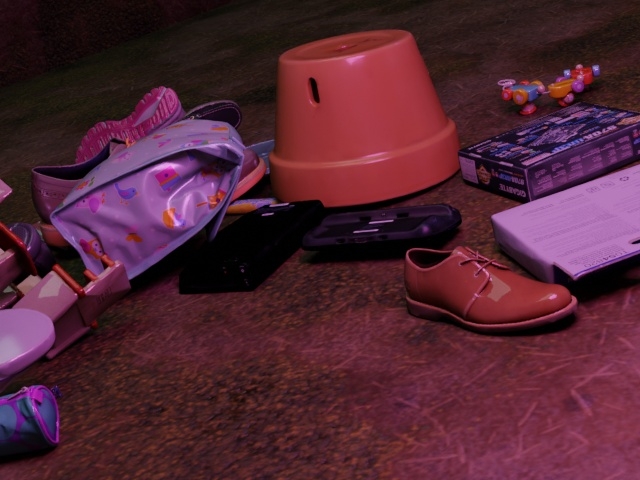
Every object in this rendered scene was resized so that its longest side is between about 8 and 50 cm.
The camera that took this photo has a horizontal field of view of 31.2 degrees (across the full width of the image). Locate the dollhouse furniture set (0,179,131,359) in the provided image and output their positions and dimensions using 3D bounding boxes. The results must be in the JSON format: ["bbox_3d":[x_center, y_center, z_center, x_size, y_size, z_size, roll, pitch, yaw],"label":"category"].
[{"bbox_3d":[-0.377,0.015,1.429,0.259,0.262,0.135,38,67,20],"label":"dollhouse furniture set"}]

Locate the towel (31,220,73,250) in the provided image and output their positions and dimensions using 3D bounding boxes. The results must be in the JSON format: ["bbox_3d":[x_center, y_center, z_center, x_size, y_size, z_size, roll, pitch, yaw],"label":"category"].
[{"bbox_3d":[-0.372,-0.034,1.888,0.197,0.029,0.144,-28,26,-32],"label":"towel"}]

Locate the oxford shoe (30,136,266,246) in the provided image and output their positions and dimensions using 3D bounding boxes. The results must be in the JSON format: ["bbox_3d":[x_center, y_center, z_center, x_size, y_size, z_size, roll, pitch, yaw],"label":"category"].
[{"bbox_3d":[-0.265,-0.096,1.763,0.364,0.133,0.130,-15,24,-6],"label":"oxford shoe"}]

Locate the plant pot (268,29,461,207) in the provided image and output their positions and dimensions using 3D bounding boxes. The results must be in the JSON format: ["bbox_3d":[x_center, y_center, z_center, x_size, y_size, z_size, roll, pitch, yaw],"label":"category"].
[{"bbox_3d":[0.051,-0.190,1.691,0.291,0.203,0.291,-11,18,4],"label":"plant pot"}]

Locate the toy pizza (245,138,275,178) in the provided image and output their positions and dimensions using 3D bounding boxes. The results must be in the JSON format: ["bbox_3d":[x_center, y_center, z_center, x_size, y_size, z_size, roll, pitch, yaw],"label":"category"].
[{"bbox_3d":[-0.090,-0.129,1.921,0.201,0.032,0.201,-14,18,5],"label":"toy pizza"}]

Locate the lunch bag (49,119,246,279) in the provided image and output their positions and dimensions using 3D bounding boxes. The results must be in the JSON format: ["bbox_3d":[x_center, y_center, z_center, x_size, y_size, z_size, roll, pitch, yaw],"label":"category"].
[{"bbox_3d":[-0.214,-0.066,1.576,0.262,0.160,0.223,-32,13,3],"label":"lunch bag"}]

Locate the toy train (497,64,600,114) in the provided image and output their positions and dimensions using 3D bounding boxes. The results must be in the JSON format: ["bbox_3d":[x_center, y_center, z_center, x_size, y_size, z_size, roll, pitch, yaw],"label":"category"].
[{"bbox_3d":[0.376,-0.244,1.865,0.166,0.046,0.125,-9,19,9],"label":"toy train"}]

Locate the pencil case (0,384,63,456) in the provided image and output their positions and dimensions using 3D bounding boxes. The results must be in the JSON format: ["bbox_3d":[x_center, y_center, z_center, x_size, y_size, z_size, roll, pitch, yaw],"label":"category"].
[{"bbox_3d":[-0.343,0.190,1.175,0.152,0.070,0.064,-13,20,10],"label":"pencil case"}]

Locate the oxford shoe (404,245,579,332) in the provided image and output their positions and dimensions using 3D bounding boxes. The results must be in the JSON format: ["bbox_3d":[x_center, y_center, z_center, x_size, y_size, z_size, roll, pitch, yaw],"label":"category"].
[{"bbox_3d":[0.165,0.045,1.179,0.212,0.076,0.076,6,27,43],"label":"oxford shoe"}]

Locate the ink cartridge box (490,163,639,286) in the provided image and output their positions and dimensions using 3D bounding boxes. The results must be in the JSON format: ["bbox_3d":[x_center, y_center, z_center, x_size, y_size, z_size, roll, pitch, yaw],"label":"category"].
[{"bbox_3d":[0.329,-0.012,1.253,0.223,0.045,0.224,-19,20,-7],"label":"ink cartridge box"}]

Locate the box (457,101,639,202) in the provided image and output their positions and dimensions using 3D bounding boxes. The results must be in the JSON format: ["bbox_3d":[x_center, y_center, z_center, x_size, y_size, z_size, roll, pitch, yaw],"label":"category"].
[{"bbox_3d":[0.323,-0.124,1.557,0.220,0.051,0.175,-22,20,-18],"label":"box"}]

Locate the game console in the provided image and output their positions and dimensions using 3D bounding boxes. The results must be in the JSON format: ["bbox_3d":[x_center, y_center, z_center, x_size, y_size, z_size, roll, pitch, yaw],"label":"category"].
[{"bbox_3d":[0.000,0.000,1.479,0.361,0.044,0.213,-5,22,31],"label":"game console"}]

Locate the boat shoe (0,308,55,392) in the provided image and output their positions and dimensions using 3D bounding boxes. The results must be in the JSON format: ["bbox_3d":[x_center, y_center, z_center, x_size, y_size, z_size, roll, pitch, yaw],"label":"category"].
[{"bbox_3d":[-0.411,0.169,1.261,0.267,0.088,0.096,-32,48,-26],"label":"boat shoe"}]

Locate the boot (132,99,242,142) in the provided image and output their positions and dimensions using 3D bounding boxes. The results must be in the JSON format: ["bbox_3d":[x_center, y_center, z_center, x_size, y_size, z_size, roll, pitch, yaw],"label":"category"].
[{"bbox_3d":[-0.227,-0.170,2.065,0.236,0.085,0.178,-27,23,-13],"label":"boot"}]

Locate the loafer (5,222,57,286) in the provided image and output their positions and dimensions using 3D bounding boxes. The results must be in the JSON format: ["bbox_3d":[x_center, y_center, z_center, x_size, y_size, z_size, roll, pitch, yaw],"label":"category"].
[{"bbox_3d":[-0.530,0.060,1.688,0.302,0.095,0.109,-15,49,16],"label":"loafer"}]

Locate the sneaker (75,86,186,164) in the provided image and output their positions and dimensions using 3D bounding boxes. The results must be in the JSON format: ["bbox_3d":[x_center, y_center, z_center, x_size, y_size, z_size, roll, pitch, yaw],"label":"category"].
[{"bbox_3d":[-0.353,-0.184,2.196,0.252,0.111,0.103,-28,56,14],"label":"sneaker"}]

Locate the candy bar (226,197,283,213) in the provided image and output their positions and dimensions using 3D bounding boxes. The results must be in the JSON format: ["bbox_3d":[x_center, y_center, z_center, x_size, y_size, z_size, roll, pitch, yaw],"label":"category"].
[{"bbox_3d":[-0.086,-0.054,1.732,0.161,0.018,0.040,-4,23,32],"label":"candy bar"}]
